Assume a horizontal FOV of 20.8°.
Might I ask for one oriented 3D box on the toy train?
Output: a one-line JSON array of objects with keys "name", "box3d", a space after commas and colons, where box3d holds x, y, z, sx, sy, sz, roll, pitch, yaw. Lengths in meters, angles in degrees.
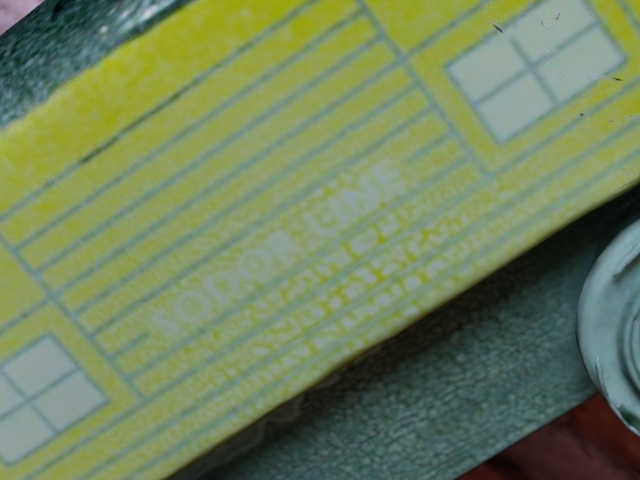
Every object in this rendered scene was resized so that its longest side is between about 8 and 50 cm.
[{"name": "toy train", "box3d": [0.000, 0.000, 0.663, 0.442, 0.179, 0.272, -34, 112, 13]}]
